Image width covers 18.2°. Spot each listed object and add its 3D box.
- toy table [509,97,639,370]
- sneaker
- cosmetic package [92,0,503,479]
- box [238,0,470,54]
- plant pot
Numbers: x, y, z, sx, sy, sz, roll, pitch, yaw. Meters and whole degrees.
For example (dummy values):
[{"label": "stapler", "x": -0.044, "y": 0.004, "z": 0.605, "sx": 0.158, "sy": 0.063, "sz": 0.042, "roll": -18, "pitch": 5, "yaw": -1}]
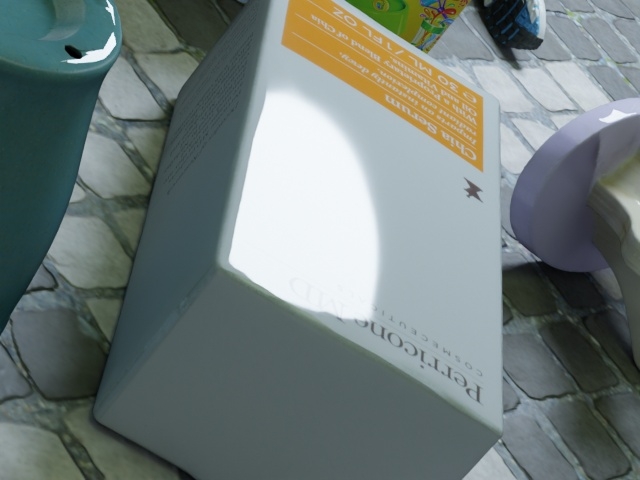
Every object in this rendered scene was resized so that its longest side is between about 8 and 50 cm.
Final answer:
[{"label": "toy table", "x": 0.314, "y": -0.018, "z": 1.803, "sx": 0.274, "sy": 0.252, "sz": 0.161, "roll": -13, "pitch": 41, "yaw": -42}, {"label": "sneaker", "x": 0.220, "y": -0.272, "z": 2.209, "sx": 0.083, "sy": 0.071, "sz": 0.190, "roll": 25, "pitch": 32, "yaw": -37}, {"label": "cosmetic package", "x": 0.000, "y": 0.000, "z": 1.465, "sx": 0.230, "sy": 0.161, "sz": 0.453, "roll": 31, "pitch": 30, "yaw": -16}, {"label": "box", "x": 0.038, "y": -0.351, "z": 1.870, "sx": 0.279, "sy": 0.290, "sz": 0.177, "roll": 26, "pitch": 32, "yaw": -23}, {"label": "plant pot", "x": -0.253, "y": -0.071, "z": 1.167, "sx": 0.272, "sy": 0.255, "sz": 0.271, "roll": 30, "pitch": 30, "yaw": -19}]
